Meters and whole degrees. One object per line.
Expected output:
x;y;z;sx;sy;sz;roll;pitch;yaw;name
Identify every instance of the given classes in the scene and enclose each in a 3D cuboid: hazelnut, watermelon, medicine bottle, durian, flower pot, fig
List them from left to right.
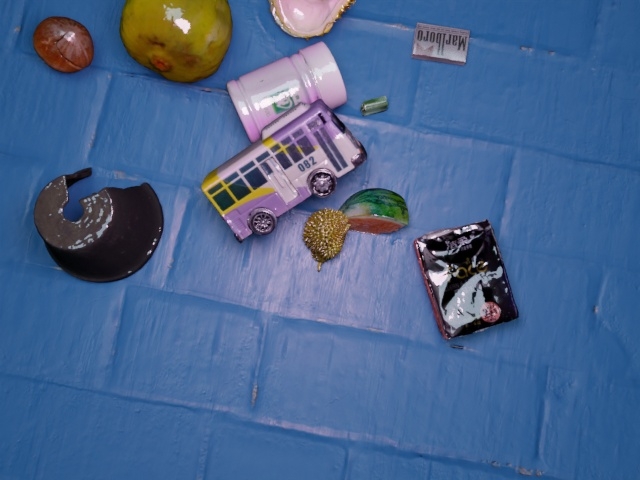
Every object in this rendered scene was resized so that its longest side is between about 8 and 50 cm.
-0.795;-0.620;1.812;0.182;0.182;0.182;0;84;0;hazelnut
-0.684;-0.055;1.709;0.380;0.251;0.379;0;85;-2;flower pot
-0.422;-0.662;1.742;0.344;0.343;0.343;0;84;0;fig
-0.105;-0.449;1.774;0.326;0.212;0.212;-25;85;-4;medicine bottle
-0.045;-0.744;1.844;0.305;0.185;0.195;16;103;5;durian
0.000;0.000;1.776;0.147;0.102;0.208;21;113;26;durian
0.162;-0.112;1.801;0.231;0.128;0.146;10;66;3;watermelon

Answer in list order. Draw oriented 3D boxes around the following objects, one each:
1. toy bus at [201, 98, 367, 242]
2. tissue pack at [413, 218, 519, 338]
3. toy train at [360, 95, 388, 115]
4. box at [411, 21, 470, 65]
-0.104;-0.215;1.672;0.440;0.209;0.249;-31;107;12;toy bus
0.438;0.116;1.760;0.245;0.123;0.332;-15;84;-5;tissue pack
0.173;-0.431;1.850;0.093;0.056;0.038;-14;86;-1;toy train
0.394;-0.642;1.887;0.178;0.036;0.115;8;84;0;box
